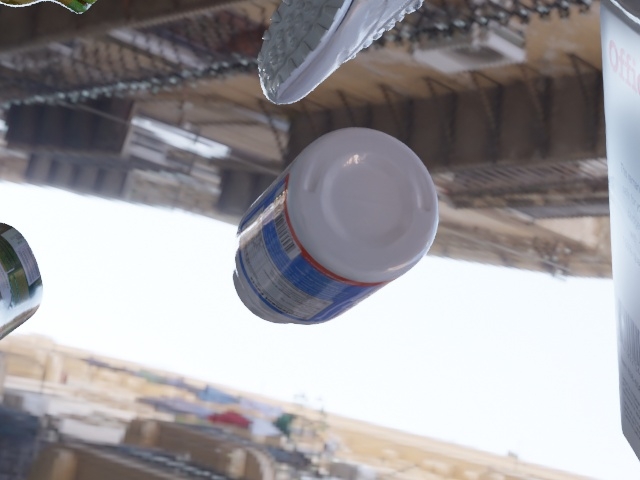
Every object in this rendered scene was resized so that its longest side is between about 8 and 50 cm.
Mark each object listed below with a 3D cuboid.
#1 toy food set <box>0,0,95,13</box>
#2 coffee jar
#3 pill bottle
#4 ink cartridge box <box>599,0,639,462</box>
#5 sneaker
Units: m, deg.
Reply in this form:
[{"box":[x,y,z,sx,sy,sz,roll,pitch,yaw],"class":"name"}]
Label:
[{"box":[-0.066,-0.148,0.494,0.128,0.071,0.218,-30,-158,42],"class":"toy food set"},{"box":[-0.235,0.040,0.837,0.096,0.184,0.079,-19,-83,2],"class":"coffee jar"},{"box":[0.000,0.000,1.112,0.221,0.124,0.124,141,-49,-66],"class":"pill bottle"},{"box":[0.223,0.018,0.673,0.197,0.114,0.273,-104,-175,-67],"class":"ink cartridge box"},{"box":[0.037,-0.204,1.139,0.235,0.094,0.090,-52,-138,17],"class":"sneaker"}]
